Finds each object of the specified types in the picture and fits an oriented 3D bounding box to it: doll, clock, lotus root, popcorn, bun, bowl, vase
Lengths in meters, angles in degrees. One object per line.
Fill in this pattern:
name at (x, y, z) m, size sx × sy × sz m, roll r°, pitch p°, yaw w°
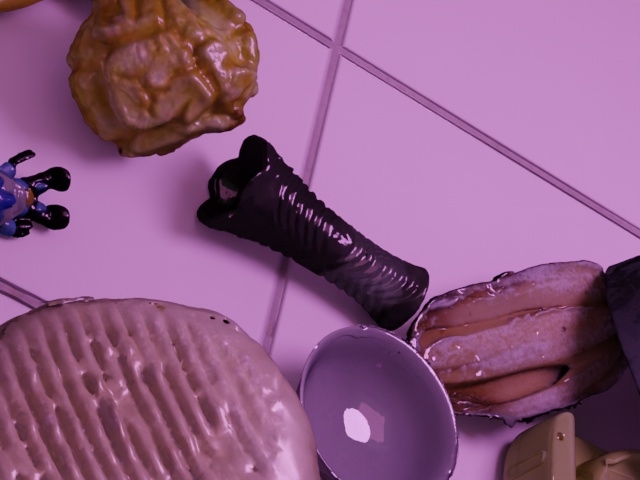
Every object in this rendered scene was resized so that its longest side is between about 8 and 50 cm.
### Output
doll at (-0.317, -0.038, 1.549) m, size 0.195 × 0.070 × 0.096 m, roll -2°, pitch 96°, yaw -42°
clock at (0.416, 0.160, 1.902) m, size 0.319 × 0.066 × 0.319 m, roll 53°, pitch 22°, yaw -31°
clock at (0.332, 0.328, 1.810) m, size 0.308 × 0.096 × 0.235 m, roll 22°, pitch 52°, yaw -28°
lotus root at (0.198, 0.119, 1.843) m, size 0.329 × 0.078 × 0.167 m, roll -7°, pitch 79°, yaw -38°
popcorn at (-0.154, -0.170, 1.678) m, size 0.188 × 0.185 × 0.167 m, roll -3°, pitch 70°, yaw -32°
bun at (-0.174, 0.221, 1.392) m, size 0.360 × 0.211 × 0.359 m, roll 11°, pitch 55°, yaw -16°
bowl at (0.037, 0.184, 1.674) m, size 0.189 × 0.086 × 0.189 m, roll 18°, pitch 56°, yaw -29°
vase at (0.000, 0.000, 1.751) m, size 0.237 × 0.115 × 0.115 m, roll 34°, pitch 48°, yaw -22°

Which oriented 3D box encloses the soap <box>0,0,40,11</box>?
soap at (-0.299, -0.275, 1.725) m, size 0.168 × 0.033 × 0.089 m, roll -19°, pitch 79°, yaw -43°
